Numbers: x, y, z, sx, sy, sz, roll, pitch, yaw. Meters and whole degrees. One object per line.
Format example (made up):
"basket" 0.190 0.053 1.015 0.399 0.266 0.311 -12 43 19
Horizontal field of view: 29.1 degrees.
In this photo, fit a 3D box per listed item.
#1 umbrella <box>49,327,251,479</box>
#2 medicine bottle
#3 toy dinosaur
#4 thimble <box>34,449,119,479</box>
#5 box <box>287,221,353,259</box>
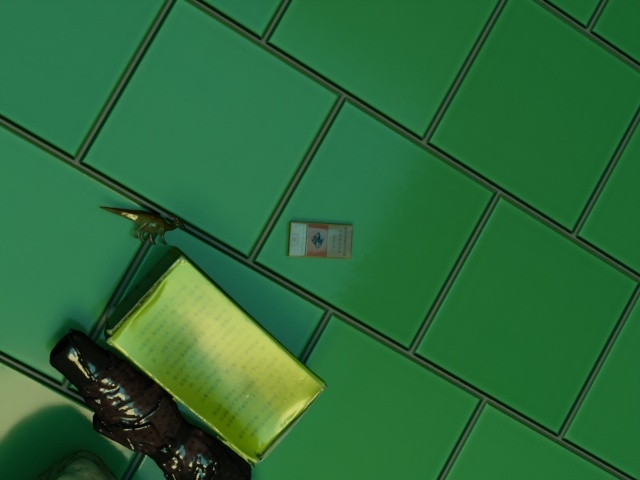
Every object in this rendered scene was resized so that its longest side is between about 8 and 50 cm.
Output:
"umbrella" -0.200 0.229 1.502 0.090 0.094 0.326 -41 109 13
"medicine bottle" -0.130 0.138 1.500 0.250 0.137 0.141 43 83 -12
"toy dinosaur" -0.221 -0.018 1.524 0.113 0.026 0.041 8 84 -24
"thimble" -0.312 0.395 1.395 0.291 0.291 0.195 -42 94 -9
"box" 0.000 0.000 1.591 0.083 0.012 0.046 3 93 -16
